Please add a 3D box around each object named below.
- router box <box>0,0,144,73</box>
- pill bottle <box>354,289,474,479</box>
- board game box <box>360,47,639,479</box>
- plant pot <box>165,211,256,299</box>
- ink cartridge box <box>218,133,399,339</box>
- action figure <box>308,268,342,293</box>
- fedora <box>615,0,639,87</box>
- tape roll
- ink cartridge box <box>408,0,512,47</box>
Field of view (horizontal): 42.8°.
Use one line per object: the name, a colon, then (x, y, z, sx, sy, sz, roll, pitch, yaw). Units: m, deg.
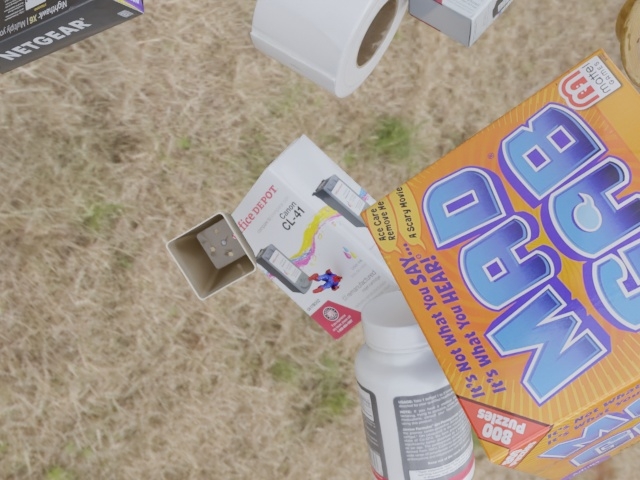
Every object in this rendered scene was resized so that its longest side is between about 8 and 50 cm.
router box: (-0.395, -0.401, 1.171, 0.081, 0.309, 0.242, 10, 73, -57)
pill bottle: (0.151, 0.250, 1.332, 0.176, 0.176, 0.318, -23, 115, -30)
board game box: (0.337, 0.059, 1.056, 0.357, 0.356, 0.356, -34, 149, 14)
plant pot: (-0.167, 0.015, 1.326, 0.109, 0.096, 0.109, -29, 99, 11)
ink cartridge box: (0.000, 0.000, 1.469, 0.306, 0.226, 0.131, 41, 46, -2)
action figure: (0.014, 0.067, 1.344, 0.038, 0.030, 0.115, 66, 16, 7)
fedora: (0.521, -0.332, 1.271, 0.194, 0.079, 0.194, -14, 126, -21)
tape roll: (0.024, -0.381, 1.349, 0.246, 0.169, 0.246, -55, 169, -16)
ink cartridge box: (0.248, -0.425, 1.356, 0.175, 0.127, 0.072, -48, 158, -17)
